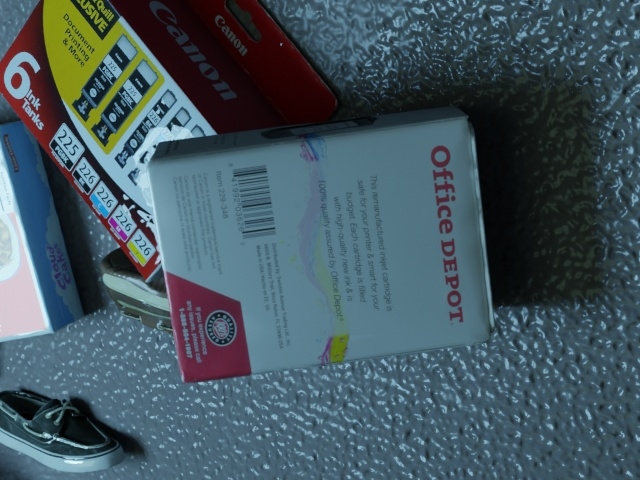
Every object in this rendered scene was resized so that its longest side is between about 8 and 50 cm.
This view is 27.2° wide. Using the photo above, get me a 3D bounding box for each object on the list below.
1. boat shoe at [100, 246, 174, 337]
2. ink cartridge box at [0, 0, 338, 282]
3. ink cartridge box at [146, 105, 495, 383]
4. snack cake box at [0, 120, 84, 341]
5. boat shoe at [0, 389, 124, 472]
[{"bbox_3d":[-0.142,0.081,1.535,0.257,0.095,0.095,20,129,35],"label":"boat shoe"},{"bbox_3d":[-0.176,-0.164,1.449,0.309,0.130,0.272,50,124,12],"label":"ink cartridge box"},{"bbox_3d":[0.000,0.000,1.288,0.306,0.131,0.226,-7,103,-2],"label":"ink cartridge box"},{"bbox_3d":[-0.412,-0.007,1.663,0.152,0.089,0.264,-11,98,19],"label":"snack cake box"},{"bbox_3d":[-0.347,0.246,1.724,0.219,0.078,0.070,10,111,34],"label":"boat shoe"}]
